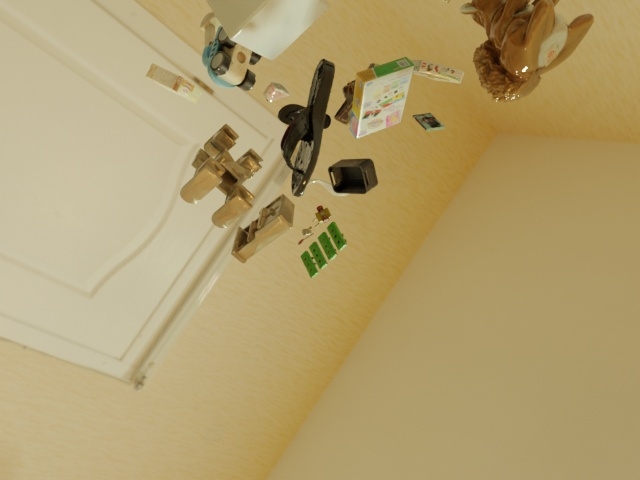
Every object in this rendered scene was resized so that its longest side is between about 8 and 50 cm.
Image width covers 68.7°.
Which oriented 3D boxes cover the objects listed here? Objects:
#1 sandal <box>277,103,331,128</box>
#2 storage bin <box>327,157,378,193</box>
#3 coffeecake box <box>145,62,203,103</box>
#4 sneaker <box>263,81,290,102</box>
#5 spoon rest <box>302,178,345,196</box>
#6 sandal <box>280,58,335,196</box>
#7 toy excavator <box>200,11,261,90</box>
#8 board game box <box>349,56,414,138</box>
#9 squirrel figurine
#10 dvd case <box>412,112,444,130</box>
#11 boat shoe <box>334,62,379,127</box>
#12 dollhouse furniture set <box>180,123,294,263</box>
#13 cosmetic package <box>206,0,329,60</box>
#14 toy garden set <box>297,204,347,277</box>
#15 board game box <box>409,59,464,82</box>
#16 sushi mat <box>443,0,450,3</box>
[{"bbox_3d":[-0.070,-0.572,2.154,0.054,0.255,0.097,-136,-129,-67],"label":"sandal"},{"bbox_3d":[0.132,-0.262,1.912,0.180,0.121,0.084,6,-148,42],"label":"storage bin"},{"bbox_3d":[-0.624,-0.671,2.006,0.186,0.142,0.068,29,-86,19],"label":"coffeecake box"},{"bbox_3d":[-0.169,-0.549,1.751,0.070,0.051,0.134,-41,172,22],"label":"sneaker"},{"bbox_3d":[0.035,-0.256,2.257,0.137,0.277,0.084,-152,-121,-64],"label":"spoon rest"},{"bbox_3d":[-0.058,-0.355,1.470,0.168,0.107,0.444,172,-70,-71],"label":"sandal"},{"bbox_3d":[-0.525,-1.011,2.460,0.446,0.222,0.432,12,-95,40],"label":"toy excavator"},{"bbox_3d":[0.254,-0.599,1.992,0.243,0.316,0.064,-23,-118,-16],"label":"board game box"},{"bbox_3d":[0.629,-0.690,1.599,0.370,0.281,0.396,55,-36,34],"label":"squirrel figurine"},{"bbox_3d":[0.448,-0.493,1.944,0.119,0.087,0.013,-117,-157,-43],"label":"dvd case"},{"bbox_3d":[0.156,-0.664,2.126,0.342,0.123,0.123,122,-13,-52],"label":"boat shoe"},{"bbox_3d":[-0.322,-0.148,1.696,0.257,0.394,0.362,-35,-152,22],"label":"dollhouse furniture set"},{"bbox_3d":[-0.241,-0.971,1.759,0.328,0.393,0.329,-34,173,22],"label":"cosmetic package"},{"bbox_3d":[0.000,0.000,1.872,0.244,0.049,0.203,-46,-119,39],"label":"toy garden set"},{"bbox_3d":[0.481,-0.748,2.064,0.305,0.193,0.053,-107,-151,-68],"label":"board game box"},{"bbox_3d":[0.269,-0.834,1.417,0.019,0.317,0.151,-36,-131,56],"label":"sushi mat"}]
